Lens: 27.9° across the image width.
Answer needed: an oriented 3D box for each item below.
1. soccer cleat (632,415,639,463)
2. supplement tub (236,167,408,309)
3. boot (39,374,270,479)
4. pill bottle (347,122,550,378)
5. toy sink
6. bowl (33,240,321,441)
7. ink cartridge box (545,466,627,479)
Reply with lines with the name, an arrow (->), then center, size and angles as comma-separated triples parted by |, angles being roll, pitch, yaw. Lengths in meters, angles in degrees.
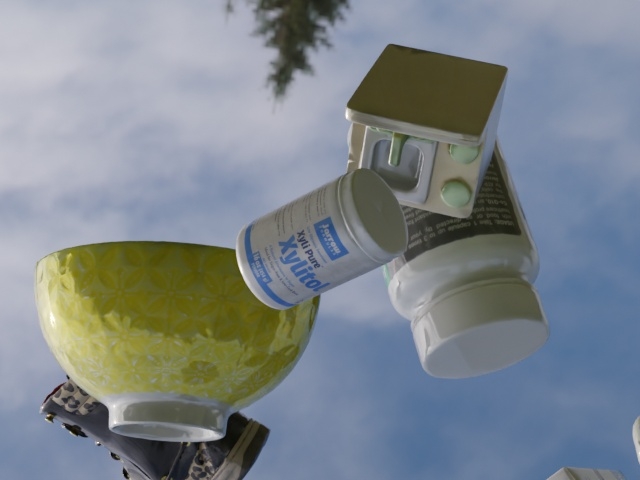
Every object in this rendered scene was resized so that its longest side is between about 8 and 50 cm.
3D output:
soccer cleat -> 0.323, 0.249, 1.149 | 0.068, 0.076, 0.196 | -1, -125, -42
supplement tub -> 0.000, 0.000, 0.915 | 0.071, 0.107, 0.071 | 38, -142, -38
boot -> -0.279, 0.307, 1.874 | 0.284, 0.377, 0.138 | 39, -142, -7
pill bottle -> 0.171, -0.014, 1.718 | 0.204, 0.204, 0.361 | -3, -120, -20
toy sink -> 0.118, -0.118, 1.479 | 0.153, 0.131, 0.234 | 12, -152, 9
bowl -> -0.147, 0.115, 1.283 | 0.289, 0.289, 0.156 | 6, -107, -8
ink cartridge box -> 0.361, 0.400, 1.853 | 0.203, 0.148, 0.086 | 19, -146, -53
